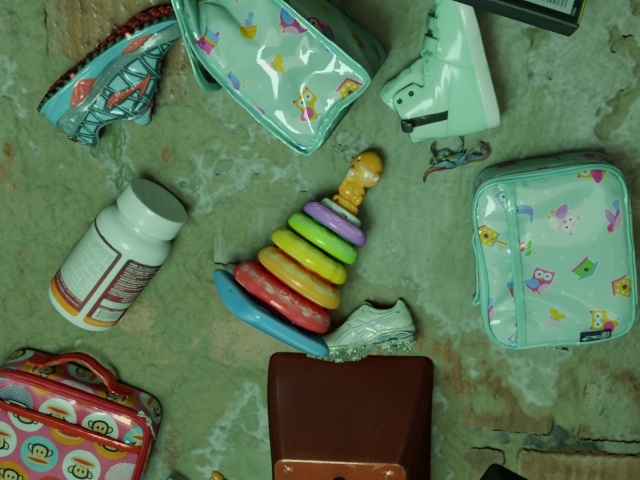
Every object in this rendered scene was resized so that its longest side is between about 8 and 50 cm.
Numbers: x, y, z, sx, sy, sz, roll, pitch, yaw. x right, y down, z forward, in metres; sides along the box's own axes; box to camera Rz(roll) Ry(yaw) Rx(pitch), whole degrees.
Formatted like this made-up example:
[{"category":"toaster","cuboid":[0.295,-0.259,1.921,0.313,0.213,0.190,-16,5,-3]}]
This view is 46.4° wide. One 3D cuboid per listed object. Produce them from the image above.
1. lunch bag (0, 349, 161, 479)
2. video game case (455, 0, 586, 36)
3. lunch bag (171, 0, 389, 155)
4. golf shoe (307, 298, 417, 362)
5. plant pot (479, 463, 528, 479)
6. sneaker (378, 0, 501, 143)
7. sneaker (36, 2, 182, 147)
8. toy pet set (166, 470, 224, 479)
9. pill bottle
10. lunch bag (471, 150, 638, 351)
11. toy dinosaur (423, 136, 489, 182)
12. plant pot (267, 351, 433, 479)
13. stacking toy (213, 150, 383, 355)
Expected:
[{"category":"lunch bag","cuboid":[-0.417,0.309,1.240,0.293,0.120,0.258,19,105,-2]},{"category":"video game case","cuboid":[0.216,-0.409,0.921,0.274,0.035,0.248,17,84,0]},{"category":"lunch bag","cuboid":[-0.060,-0.254,0.952,0.262,0.223,0.160,37,114,-6]},{"category":"golf shoe","cuboid":[0.059,0.140,1.160,0.176,0.069,0.086,-9,67,4]},{"category":"plant pot","cuboid":[0.318,0.514,1.198,0.188,0.167,0.188,28,109,-4]},{"category":"sneaker","cuboid":[0.139,-0.254,1.001,0.151,0.094,0.256,-15,105,13]},{"category":"sneaker","cuboid":[-0.271,-0.230,1.066,0.261,0.104,0.125,-32,120,19]},{"category":"toy pet set","cuboid":[-0.225,0.452,1.288,0.114,0.065,0.122,38,108,-7]},{"category":"pill bottle","cuboid":[-0.303,0.022,1.124,0.121,0.121,0.221,38,107,-7]},{"category":"lunch bag","cuboid":[0.324,0.024,1.065,0.223,0.108,0.279,-8,107,8]},{"category":"toy dinosaur","cuboid":[0.199,-0.121,1.079,0.082,0.047,0.090,10,142,-6]},{"category":"plant pot","cuboid":[0.038,0.347,1.136,0.267,0.236,0.268,1,109,6]},{"category":"stacking toy","cuboid":[0.000,0.000,1.086,0.165,0.175,0.302,32,92,-34]}]
